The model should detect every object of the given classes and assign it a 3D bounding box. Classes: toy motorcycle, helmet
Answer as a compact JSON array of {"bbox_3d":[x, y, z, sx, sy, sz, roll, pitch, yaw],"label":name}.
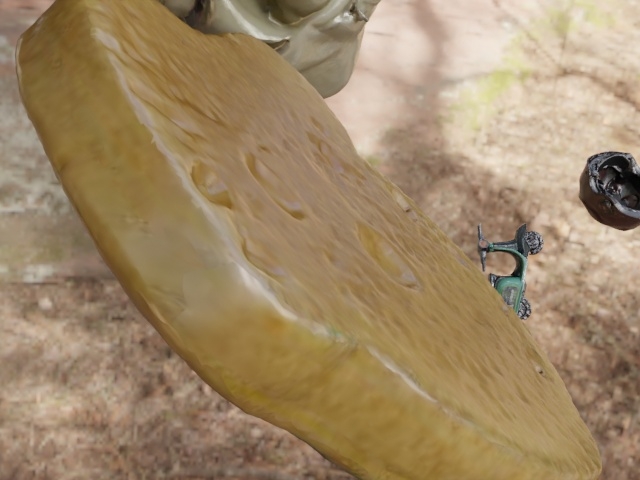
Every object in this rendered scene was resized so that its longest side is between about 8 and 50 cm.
[{"bbox_3d":[0.270,0.055,1.561,0.100,0.173,0.058,13,-3,-3],"label":"toy motorcycle"},{"bbox_3d":[0.383,-0.054,1.356,0.098,0.070,0.123,-20,61,-28],"label":"helmet"}]

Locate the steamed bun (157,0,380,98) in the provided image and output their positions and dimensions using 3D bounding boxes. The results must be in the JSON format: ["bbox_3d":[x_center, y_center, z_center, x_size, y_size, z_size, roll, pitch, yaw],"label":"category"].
[{"bbox_3d":[-0.100,-0.330,1.165,0.255,0.368,0.342,-25,67,-36],"label":"steamed bun"}]

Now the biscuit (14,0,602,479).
[{"bbox_3d":[-0.002,0.001,0.482,0.343,0.057,0.287,33,21,-46],"label":"biscuit"}]
